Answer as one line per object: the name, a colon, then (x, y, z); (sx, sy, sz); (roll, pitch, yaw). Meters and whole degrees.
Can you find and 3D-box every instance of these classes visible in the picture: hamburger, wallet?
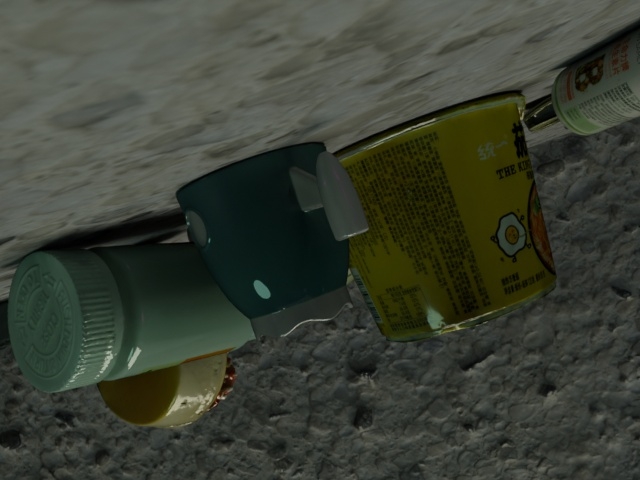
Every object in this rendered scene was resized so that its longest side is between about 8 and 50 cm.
hamburger: (-0.255, 0.148, 1.013); (0.227, 0.295, 0.151); (-24, 167, 23)
wallet: (0.383, -0.212, 1.027); (0.110, 0.039, 0.155); (-24, 178, 27)

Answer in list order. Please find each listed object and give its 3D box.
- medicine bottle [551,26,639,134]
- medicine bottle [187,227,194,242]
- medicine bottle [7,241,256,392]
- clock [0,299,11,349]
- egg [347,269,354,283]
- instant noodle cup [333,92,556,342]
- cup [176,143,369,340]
medicine bottle: (0.332, -0.174, 0.663); (0.086, 0.086, 0.183); (-19, 179, -22)
medicine bottle: (-0.147, -0.015, 0.945); (0.089, 0.052, 0.052); (-19, 179, 9)
medicine bottle: (-0.202, 0.081, 0.808); (0.158, 0.158, 0.318); (-20, 170, 37)
clock: (-0.508, 0.131, 1.289); (0.386, 0.077, 0.386); (-20, 179, 0)
egg: (0.000, 0.000, 1.140); (0.183, 0.183, 0.217); (-20, 169, -1)
instant noodle cup: (0.160, -0.022, 0.876); (0.325, 0.254, 0.325); (-20, 178, -1)
cup: (-0.045, 0.007, 0.673); (0.167, 0.173, 0.299); (-18, 179, -32)
